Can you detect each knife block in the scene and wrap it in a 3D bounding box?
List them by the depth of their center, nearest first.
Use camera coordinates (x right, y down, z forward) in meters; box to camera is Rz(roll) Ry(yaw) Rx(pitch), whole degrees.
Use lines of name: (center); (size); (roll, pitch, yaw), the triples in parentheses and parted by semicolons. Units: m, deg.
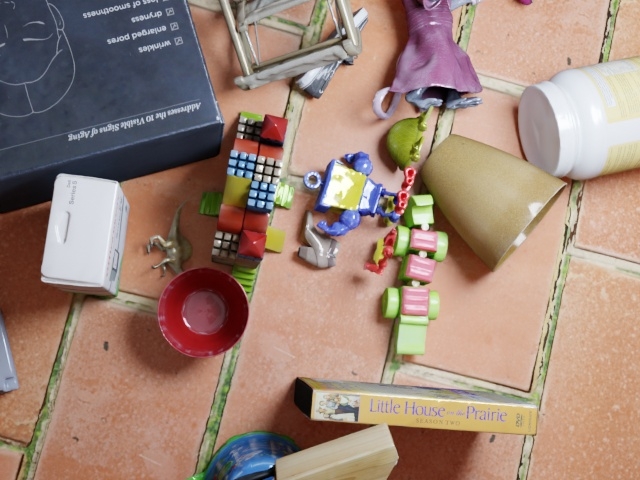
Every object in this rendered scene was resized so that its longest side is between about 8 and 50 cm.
knife block: (-0.029, 0.411, 1.502); (0.242, 0.088, 0.275); (25, 101, -12)

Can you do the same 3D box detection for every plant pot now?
plant pot: (0.343, -0.103, 1.834); (0.254, 0.237, 0.237); (41, 79, 15)

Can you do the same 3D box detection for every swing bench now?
swing bench: (-0.062, -0.457, 1.799); (0.253, 0.165, 0.254); (-14, 86, 14)

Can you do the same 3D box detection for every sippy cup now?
sippy cup: (-0.113, 0.495, 1.678); (0.305, 0.224, 0.240); (-34, 88, -10)

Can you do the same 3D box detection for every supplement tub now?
supplement tub: (0.620, -0.263, 1.865); (0.331, 0.241, 0.241); (-12, 85, -9)

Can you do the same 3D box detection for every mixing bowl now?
mixing bowl: (-0.236, 0.146, 1.765); (0.181, 0.098, 0.181); (0, 86, -5)

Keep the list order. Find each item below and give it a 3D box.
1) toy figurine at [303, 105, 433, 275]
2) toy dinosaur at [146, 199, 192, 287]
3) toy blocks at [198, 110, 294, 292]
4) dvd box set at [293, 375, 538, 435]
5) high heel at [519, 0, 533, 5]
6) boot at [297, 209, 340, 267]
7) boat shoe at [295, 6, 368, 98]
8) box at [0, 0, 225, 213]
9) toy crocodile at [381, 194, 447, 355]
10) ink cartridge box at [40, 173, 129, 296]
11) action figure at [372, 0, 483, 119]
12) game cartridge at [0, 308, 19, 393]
toy figurine: (0.077, -0.131, 1.809); (0.217, 0.191, 0.362); (16, 80, -1)
toy dinosaur: (-0.312, 0.010, 1.809); (0.093, 0.053, 0.183); (-5, 91, -23)
toy blocks: (-0.140, -0.100, 1.731); (0.191, 0.261, 0.381); (11, 81, -6)
dvd box set: (0.170, 0.320, 1.697); (0.420, 0.307, 0.062); (6, 84, -8)
high heel: (0.359, -0.693, 1.975); (0.181, 0.127, 0.377); (-19, 90, 19)
boot: (0.000, 0.000, 1.852); (0.087, 0.042, 0.118); (11, 83, -13)
boat shoe: (0.041, -0.403, 1.891); (0.076, 0.080, 0.228); (42, 76, -19)
box: (-0.483, -0.355, 1.699); (0.480, 0.297, 0.471); (-16, 84, -10)
toy crocodile: (0.202, 0.072, 1.834); (0.115, 0.105, 0.340); (9, 82, -6)
ink cartridge box: (-0.445, -0.001, 1.670); (0.115, 0.273, 0.198); (7, 82, -7)
action figure: (0.234, -0.461, 1.893); (0.276, 0.248, 0.370); (-14, 85, 18)
game cartridge: (-0.762, 0.237, 1.710); (0.294, 0.060, 0.196); (-14, 88, -9)
